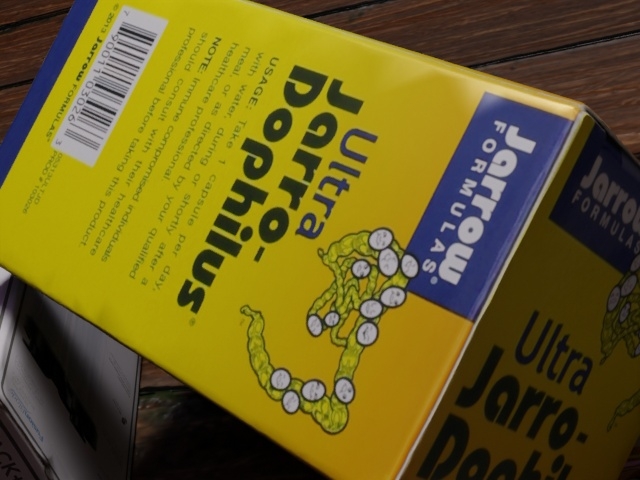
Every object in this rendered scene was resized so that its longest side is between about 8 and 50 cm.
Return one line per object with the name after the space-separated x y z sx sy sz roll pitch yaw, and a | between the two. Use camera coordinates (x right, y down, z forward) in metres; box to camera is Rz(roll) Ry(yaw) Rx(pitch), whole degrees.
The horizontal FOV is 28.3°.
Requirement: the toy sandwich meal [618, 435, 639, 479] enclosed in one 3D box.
0.184 0.102 0.694 0.086 0.029 0.085 -17 31 11 | toy sandwich meal

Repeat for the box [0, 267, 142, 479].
-0.195 0.083 0.847 0.087 0.169 0.290 -20 32 7 | box

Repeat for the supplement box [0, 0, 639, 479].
0.000 0.000 0.704 0.357 0.194 0.195 25 88 41 | supplement box
